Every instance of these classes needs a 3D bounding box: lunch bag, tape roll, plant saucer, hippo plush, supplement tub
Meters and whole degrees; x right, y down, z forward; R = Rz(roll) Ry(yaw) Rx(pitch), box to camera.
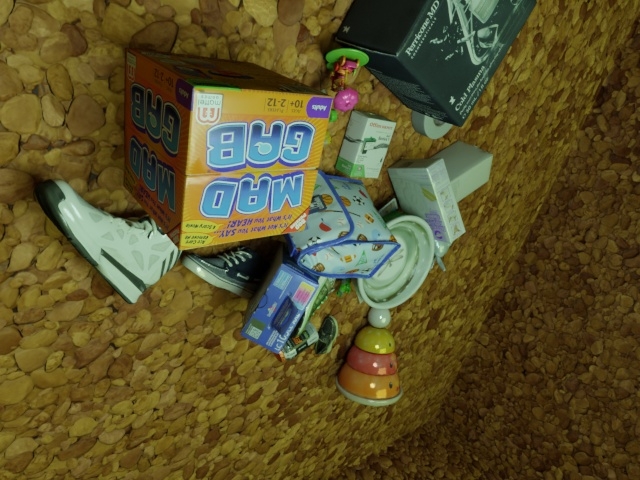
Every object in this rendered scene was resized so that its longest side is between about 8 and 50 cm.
[{"bbox_3d":[0.028,-0.057,1.517,0.385,0.328,0.239,4,136,-37],"label":"lunch bag"},{"bbox_3d":[0.468,-0.527,1.832,0.219,0.072,0.219,-25,132,-31],"label":"tape roll"},{"bbox_3d":[0.283,0.077,1.814,0.400,0.100,0.401,-16,119,-30],"label":"plant saucer"},{"bbox_3d":[0.502,-0.042,2.160,0.236,0.234,0.294,36,74,-21],"label":"hippo plush"},{"bbox_3d":[-0.112,0.429,1.932,0.190,0.117,0.117,-31,136,-25],"label":"supplement tub"}]

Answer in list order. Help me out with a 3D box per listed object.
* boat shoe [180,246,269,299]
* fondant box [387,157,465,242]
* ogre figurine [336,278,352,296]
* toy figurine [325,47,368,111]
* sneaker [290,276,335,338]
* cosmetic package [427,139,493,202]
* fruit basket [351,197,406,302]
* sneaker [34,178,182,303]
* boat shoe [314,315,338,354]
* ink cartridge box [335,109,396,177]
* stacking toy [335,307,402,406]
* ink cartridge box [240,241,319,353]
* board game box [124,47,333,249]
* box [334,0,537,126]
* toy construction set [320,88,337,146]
[{"bbox_3d":[-0.304,0.074,1.499,0.158,0.127,0.340,-57,149,-5],"label":"boat shoe"},{"bbox_3d":[0.428,-0.165,1.842,0.096,0.238,0.331,-34,113,-22],"label":"fondant box"},{"bbox_3d":[0.145,0.161,2.010,0.196,0.097,0.118,-23,152,-8],"label":"ogre figurine"},{"bbox_3d":[0.065,-0.470,1.373,0.130,0.173,0.160,5,90,-22],"label":"toy figurine"},{"bbox_3d":[-0.019,0.227,1.826,0.181,0.158,0.411,8,117,-41],"label":"sneaker"},{"bbox_3d":[0.567,-0.283,2.011,0.365,0.197,0.155,-30,136,-23],"label":"cosmetic package"},{"bbox_3d":[0.249,0.046,1.912,0.353,0.165,0.327,-44,131,-31],"label":"fruit basket"},{"bbox_3d":[-0.514,-0.044,1.187,0.257,0.169,0.448,-43,149,-21],"label":"sneaker"},{"bbox_3d":[0.023,0.450,2.107,0.073,0.080,0.224,-19,135,-40],"label":"boat shoe"},{"bbox_3d":[0.165,-0.348,1.651,0.160,0.092,0.220,-6,122,-42],"label":"ink cartridge box"},{"bbox_3d":[0.271,0.557,2.308,0.350,0.350,0.481,-3,103,-43],"label":"stacking toy"},{"bbox_3d":[-0.136,0.190,1.523,0.151,0.395,0.270,30,98,-8],"label":"ink cartridge box"},{"bbox_3d":[-0.246,-0.238,1.127,0.356,0.356,0.357,-11,126,-39],"label":"board game box"},{"bbox_3d":[0.379,-0.706,1.448,0.471,0.297,0.480,20,103,-47],"label":"box"},{"bbox_3d":[-0.054,-0.323,1.381,0.237,0.257,0.309,-28,150,-46],"label":"toy construction set"}]
